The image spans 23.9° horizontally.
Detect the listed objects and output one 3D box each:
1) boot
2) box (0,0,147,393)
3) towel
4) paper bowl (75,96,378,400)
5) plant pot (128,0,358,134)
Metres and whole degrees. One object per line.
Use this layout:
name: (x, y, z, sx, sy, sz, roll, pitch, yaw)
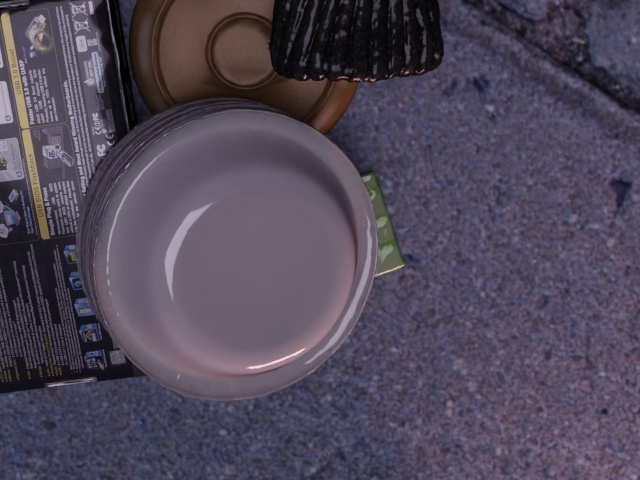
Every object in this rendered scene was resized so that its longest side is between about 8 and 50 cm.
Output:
boot: (0.113, -0.288, 1.408, 0.347, 0.131, 0.260, -7, 103, -1)
box: (-0.331, -0.042, 1.506, 0.318, 0.097, 0.395, -9, 107, 0)
towel: (0.000, 0.000, 1.561, 0.152, 0.023, 0.113, -18, 108, 2)
paper bowl: (-0.080, 0.013, 1.436, 0.284, 0.148, 0.284, -5, 106, -18)
plant pot: (-0.074, -0.188, 1.498, 0.236, 0.032, 0.236, 0, 105, 0)
